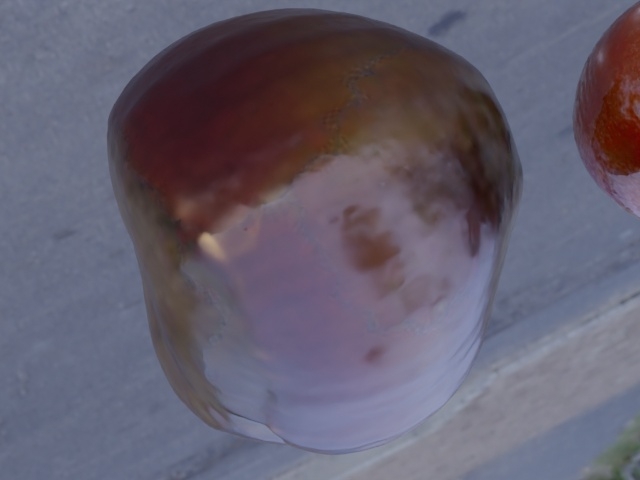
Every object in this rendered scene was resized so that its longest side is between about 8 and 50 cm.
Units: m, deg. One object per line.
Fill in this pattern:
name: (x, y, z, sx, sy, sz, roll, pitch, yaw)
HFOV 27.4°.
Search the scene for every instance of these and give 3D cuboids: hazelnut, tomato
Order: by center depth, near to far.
hazelnut: (0.000, 0.000, 1.091, 0.359, 0.359, 0.409, -25, 153, -6)
tomato: (0.325, -0.123, 1.132, 0.232, 0.189, 0.232, -9, 142, -7)
